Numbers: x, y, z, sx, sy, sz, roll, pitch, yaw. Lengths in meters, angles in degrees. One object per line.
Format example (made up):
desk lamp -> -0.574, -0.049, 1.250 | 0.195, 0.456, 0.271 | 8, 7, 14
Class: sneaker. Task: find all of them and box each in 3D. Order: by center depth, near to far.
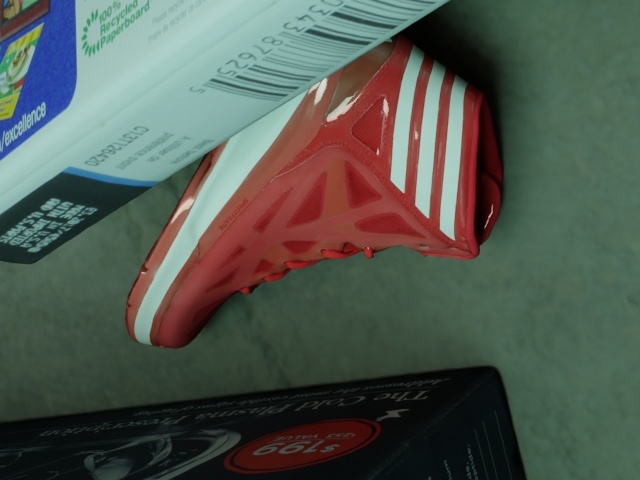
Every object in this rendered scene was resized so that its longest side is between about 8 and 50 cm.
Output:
sneaker -> 0.000, 0.000, 0.679 | 0.128, 0.087, 0.221 | 29, 138, -4

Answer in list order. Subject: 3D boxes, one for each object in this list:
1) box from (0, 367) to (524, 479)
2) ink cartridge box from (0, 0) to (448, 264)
box -> -0.111, 0.197, 0.654 | 0.343, 0.312, 0.179 | -10, 99, 28
ink cartridge box -> -0.069, -0.179, 0.597 | 0.304, 0.072, 0.307 | -27, 58, 50
